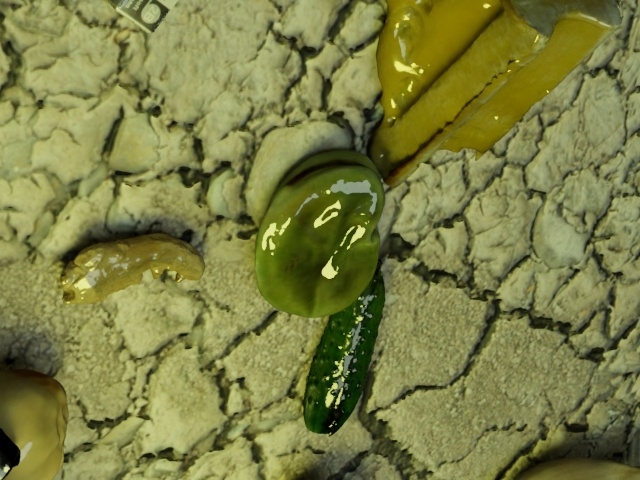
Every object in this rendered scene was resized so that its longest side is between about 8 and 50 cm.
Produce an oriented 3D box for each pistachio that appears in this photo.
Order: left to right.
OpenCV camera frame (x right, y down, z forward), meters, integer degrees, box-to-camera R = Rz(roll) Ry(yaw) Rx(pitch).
[{"bbox_3d":[-0.354,0.220,1.782,0.215,0.144,0.144,-36,128,-2],"label":"pistachio"}]

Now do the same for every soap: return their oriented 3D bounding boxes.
[{"bbox_3d":[0.131,-0.267,1.866,0.169,0.304,0.339,-11,160,-33],"label":"soap"}]

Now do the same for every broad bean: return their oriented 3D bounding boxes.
[{"bbox_3d":[0.000,-0.001,1.910,0.153,0.072,0.206,15,109,-20],"label":"broad bean"}]

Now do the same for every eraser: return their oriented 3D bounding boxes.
[{"bbox_3d":[-0.155,-0.269,1.697,0.052,0.029,0.122,35,95,-39],"label":"eraser"}]

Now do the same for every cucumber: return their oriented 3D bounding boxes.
[{"bbox_3d":[0.032,0.125,2.005,0.069,0.069,0.227,8,107,-34],"label":"cucumber"}]

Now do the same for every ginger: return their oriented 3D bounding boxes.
[{"bbox_3d":[-0.197,0.027,1.820,0.173,0.051,0.069,-7,122,-26],"label":"ginger"}]

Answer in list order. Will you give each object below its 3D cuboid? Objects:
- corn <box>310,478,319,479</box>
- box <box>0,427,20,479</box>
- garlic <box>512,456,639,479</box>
[{"bbox_3d":[0.005,0.442,2.129,0.120,0.120,0.363,-18,127,-22],"label":"corn"},{"bbox_3d":[-0.523,0.256,1.637,0.415,0.116,0.264,-43,97,-3],"label":"box"},{"bbox_3d":[0.367,0.380,2.239,0.340,0.246,0.231,-36,118,10],"label":"garlic"}]
